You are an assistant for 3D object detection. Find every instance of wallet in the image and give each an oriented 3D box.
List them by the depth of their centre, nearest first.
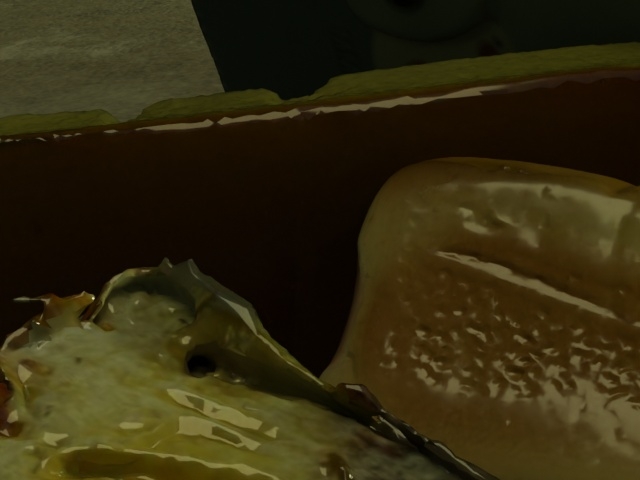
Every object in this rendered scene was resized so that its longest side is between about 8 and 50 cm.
[{"bbox_3d":[0.072,-0.113,0.637,0.360,0.252,0.083,11,49,36],"label":"wallet"}]

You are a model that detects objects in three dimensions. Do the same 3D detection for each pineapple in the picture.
[{"bbox_3d":[-0.029,0.104,0.312,0.186,0.115,0.236,-5,32,-3],"label":"pineapple"}]

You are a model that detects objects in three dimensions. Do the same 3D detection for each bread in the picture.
[{"bbox_3d":[0.144,0.054,0.370,0.305,0.142,0.091,9,-16,26],"label":"bread"},{"bbox_3d":[0.001,0.000,0.493,0.361,0.138,0.077,-8,21,-10],"label":"bread"}]
